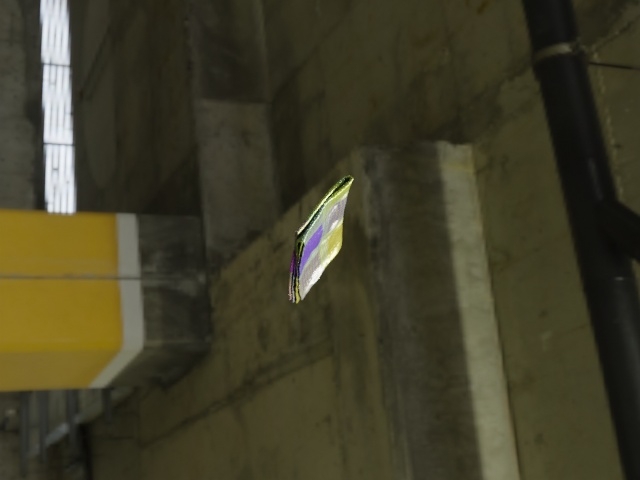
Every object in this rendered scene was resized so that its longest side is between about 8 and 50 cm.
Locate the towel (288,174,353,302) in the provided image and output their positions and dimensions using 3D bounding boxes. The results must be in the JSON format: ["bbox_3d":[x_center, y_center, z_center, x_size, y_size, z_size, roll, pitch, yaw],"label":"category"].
[{"bbox_3d":[0.000,0.000,0.626,0.009,0.060,0.083,31,-30,14],"label":"towel"}]
